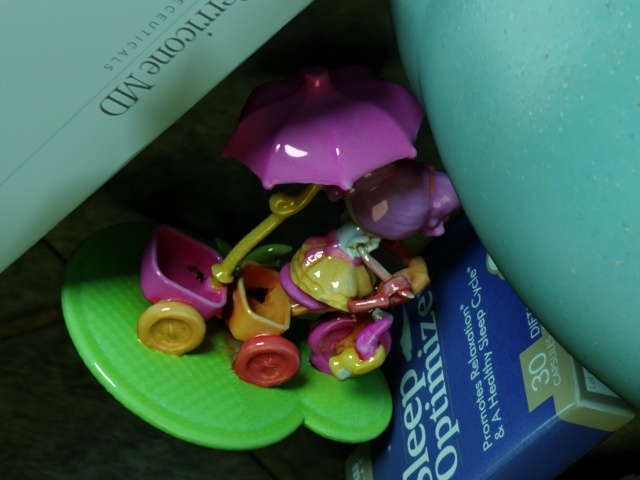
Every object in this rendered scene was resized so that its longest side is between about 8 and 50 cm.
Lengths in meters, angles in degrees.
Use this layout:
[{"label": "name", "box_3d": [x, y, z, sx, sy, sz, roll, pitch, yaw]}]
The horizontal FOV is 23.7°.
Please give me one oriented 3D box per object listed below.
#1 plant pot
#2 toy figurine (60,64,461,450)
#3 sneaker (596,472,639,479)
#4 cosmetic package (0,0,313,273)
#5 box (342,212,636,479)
[{"label": "plant pot", "box_3d": [0.182, -0.029, 0.516, 0.293, 0.196, 0.293, -7, 149, -4]}, {"label": "toy figurine", "box_3d": [0.000, 0.000, 0.658, 0.173, 0.130, 0.159, 23, 127, -22]}, {"label": "sneaker", "box_3d": [0.136, 0.166, 0.884, 0.282, 0.102, 0.161, 15, 137, -34]}, {"label": "cosmetic package", "box_3d": [-0.214, -0.090, 0.554, 0.284, 0.097, 0.377, 30, 132, -30]}, {"label": "box", "box_3d": [0.059, 0.077, 0.730, 0.036, 0.136, 0.225, 13, 139, -23]}]
